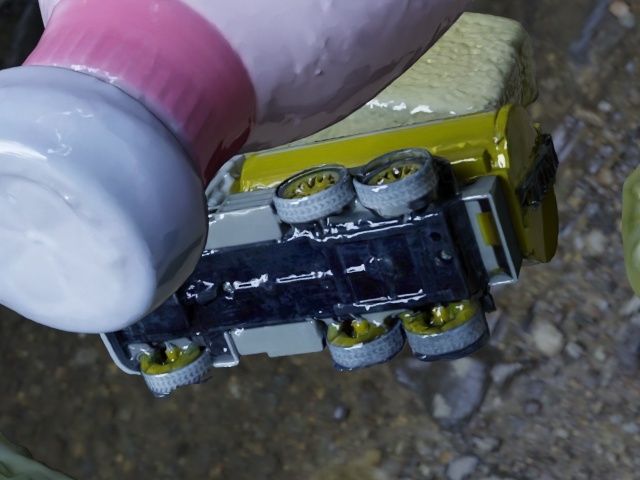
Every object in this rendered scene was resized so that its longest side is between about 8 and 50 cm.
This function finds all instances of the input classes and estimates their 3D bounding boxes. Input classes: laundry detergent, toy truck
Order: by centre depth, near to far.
[{"bbox_3d":[-0.018,-0.110,0.506,0.159,0.088,0.335,21,50,7],"label":"laundry detergent"},{"bbox_3d":[0.000,0.000,0.721,0.227,0.098,0.114,-9,26,23],"label":"toy truck"}]

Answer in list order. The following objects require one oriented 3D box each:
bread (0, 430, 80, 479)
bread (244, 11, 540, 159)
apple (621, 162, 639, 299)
[{"bbox_3d":[-0.126,0.200,0.484,0.238,0.196,0.252,-107,39,-77],"label":"bread"},{"bbox_3d":[0.017,-0.078,0.812,0.188,0.068,0.125,6,34,15],"label":"bread"},{"bbox_3d":[0.301,-0.003,0.991,0.200,0.200,0.200,-16,63,34],"label":"apple"}]
